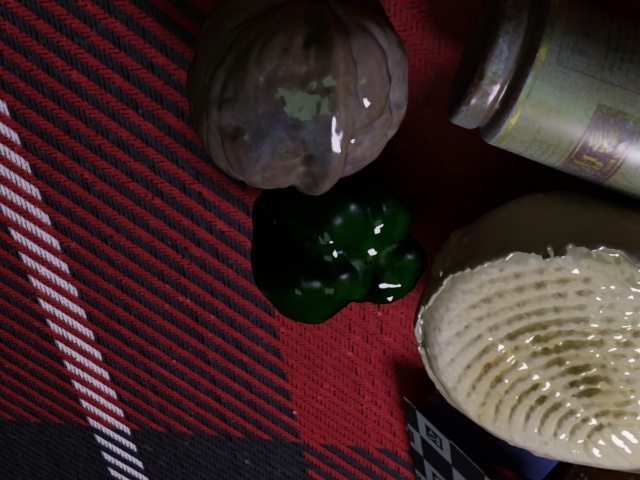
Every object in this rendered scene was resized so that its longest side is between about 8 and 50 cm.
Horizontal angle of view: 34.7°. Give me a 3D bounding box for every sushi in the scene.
[{"bbox_3d":[0.260,0.384,1.332,0.359,0.064,0.343,40,157,36],"label":"sushi"}]

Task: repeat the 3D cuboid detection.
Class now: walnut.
[{"bbox_3d":[-0.021,-0.145,0.981,0.224,0.224,0.224,7,132,8],"label":"walnut"}]

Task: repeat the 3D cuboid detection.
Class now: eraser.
[{"bbox_3d":[0.231,0.261,1.375,0.225,0.036,0.082,21,133,-5],"label":"eraser"}]

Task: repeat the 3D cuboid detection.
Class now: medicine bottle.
[{"bbox_3d":[0.291,-0.119,0.948,0.322,0.151,0.151,20,132,-3],"label":"medicine bottle"}]

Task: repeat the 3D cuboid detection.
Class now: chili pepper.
[{"bbox_3d":[0.000,0.000,1.122,0.174,0.261,0.165,-24,105,-16],"label":"chili pepper"}]

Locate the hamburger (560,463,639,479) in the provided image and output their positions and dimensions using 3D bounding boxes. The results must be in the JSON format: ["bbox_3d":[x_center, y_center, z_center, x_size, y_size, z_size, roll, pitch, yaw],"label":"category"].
[{"bbox_3d":[0.429,0.369,1.305,0.168,0.288,0.192,6,97,-25],"label":"hamburger"}]

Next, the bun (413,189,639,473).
[{"bbox_3d":[0.285,0.075,1.087,0.364,0.202,0.364,14,138,13],"label":"bun"}]
